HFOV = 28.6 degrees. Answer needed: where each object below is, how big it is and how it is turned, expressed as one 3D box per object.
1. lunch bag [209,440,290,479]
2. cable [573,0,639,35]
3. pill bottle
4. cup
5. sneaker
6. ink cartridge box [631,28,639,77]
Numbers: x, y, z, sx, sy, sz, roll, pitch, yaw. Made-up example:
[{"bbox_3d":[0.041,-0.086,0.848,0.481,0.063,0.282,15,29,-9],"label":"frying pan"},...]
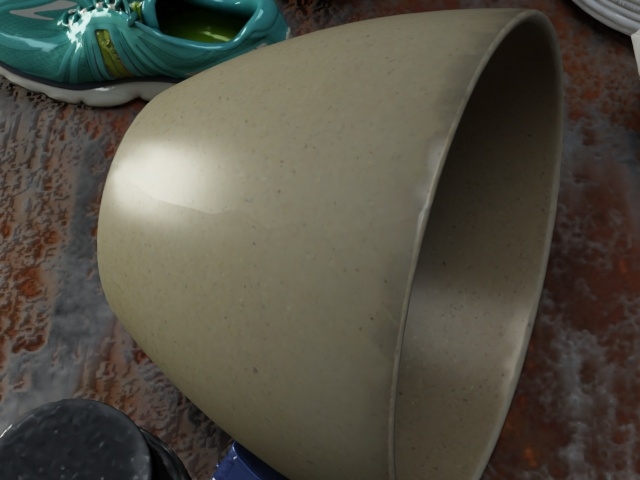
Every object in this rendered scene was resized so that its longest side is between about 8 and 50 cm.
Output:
[{"bbox_3d":[-0.033,0.177,0.834,0.098,0.065,0.067,40,24,27],"label":"lunch bag"},{"bbox_3d":[0.324,-0.277,1.085,0.257,0.089,0.257,-18,59,-7],"label":"cable"},{"bbox_3d":[-0.127,0.183,0.752,0.122,0.219,0.123,-2,58,3],"label":"pill bottle"},{"bbox_3d":[0.000,0.000,0.812,0.237,0.331,0.331,13,60,21],"label":"cup"},{"bbox_3d":[-0.155,-0.179,1.046,0.275,0.110,0.107,5,59,8],"label":"sneaker"},{"bbox_3d":[0.394,-0.107,0.859,0.226,0.131,0.306,-20,18,-9],"label":"ink cartridge box"}]
